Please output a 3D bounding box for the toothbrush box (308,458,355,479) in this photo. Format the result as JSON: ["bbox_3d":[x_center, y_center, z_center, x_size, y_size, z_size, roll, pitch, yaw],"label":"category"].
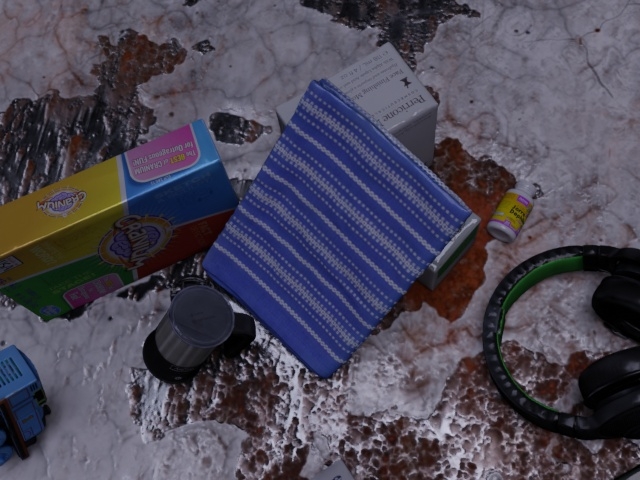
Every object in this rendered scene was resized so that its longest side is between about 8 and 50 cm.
[{"bbox_3d":[0.061,0.391,0.830,0.122,0.283,0.206,-31,112,-6],"label":"toothbrush box"}]

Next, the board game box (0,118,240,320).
[{"bbox_3d":[-0.262,-0.017,1.064,0.316,0.242,0.064,-25,71,-4],"label":"board game box"}]

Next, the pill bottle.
[{"bbox_3d":[0.266,-0.041,1.135,0.043,0.043,0.083,28,74,14],"label":"pill bottle"}]

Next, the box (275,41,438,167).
[{"bbox_3d":[0.052,-0.138,1.115,0.181,0.182,0.119,-32,70,-8],"label":"box"}]

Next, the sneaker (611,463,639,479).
[{"bbox_3d":[0.410,0.323,0.967,0.227,0.087,0.130,-30,72,-4],"label":"sneaker"}]

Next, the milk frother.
[{"bbox_3d":[-0.164,0.092,1.070,0.129,0.135,0.143,-12,69,-33],"label":"milk frother"}]

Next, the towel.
[{"bbox_3d":[0.000,0.000,1.013,0.243,0.336,0.040,43,37,10],"label":"towel"}]

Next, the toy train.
[{"bbox_3d":[-0.394,0.214,1.026,0.105,0.184,0.080,-28,59,-26],"label":"toy train"}]

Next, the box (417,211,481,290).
[{"bbox_3d":[0.144,-0.008,1.109,0.102,0.087,0.101,39,77,16],"label":"box"}]

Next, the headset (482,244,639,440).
[{"bbox_3d":[0.406,0.144,1.030,0.394,0.185,0.244,6,65,23],"label":"headset"}]
